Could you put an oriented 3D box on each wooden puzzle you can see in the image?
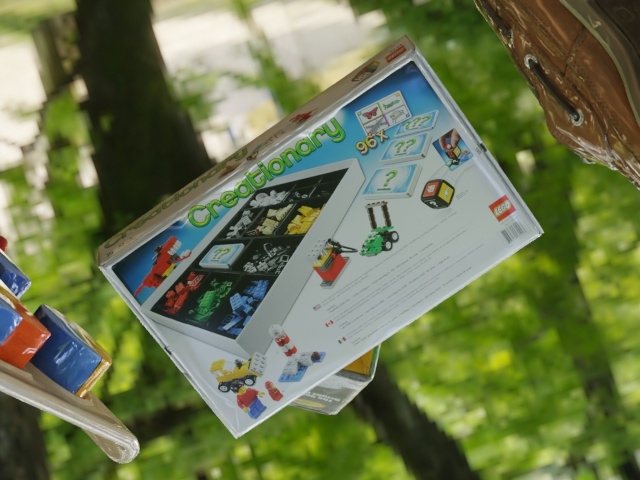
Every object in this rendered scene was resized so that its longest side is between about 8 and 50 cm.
[{"bbox_3d":[-0.334,0.053,1.843,0.080,0.322,0.348,-48,146,-2],"label":"wooden puzzle"}]

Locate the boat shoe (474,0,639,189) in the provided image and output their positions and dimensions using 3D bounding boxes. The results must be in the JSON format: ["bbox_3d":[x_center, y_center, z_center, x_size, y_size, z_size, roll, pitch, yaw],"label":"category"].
[{"bbox_3d":[0.200,-0.096,1.196,0.111,0.307,0.104,-13,151,-31],"label":"boat shoe"}]

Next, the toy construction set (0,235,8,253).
[{"bbox_3d":[-0.553,0.050,2.306,0.309,0.237,0.257,11,140,-6],"label":"toy construction set"}]

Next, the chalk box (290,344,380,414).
[{"bbox_3d":[-0.033,0.088,2.211,0.180,0.179,0.289,15,163,-7],"label":"chalk box"}]

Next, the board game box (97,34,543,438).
[{"bbox_3d":[0.000,0.000,1.528,0.305,0.193,0.053,-34,-160,6],"label":"board game box"}]
